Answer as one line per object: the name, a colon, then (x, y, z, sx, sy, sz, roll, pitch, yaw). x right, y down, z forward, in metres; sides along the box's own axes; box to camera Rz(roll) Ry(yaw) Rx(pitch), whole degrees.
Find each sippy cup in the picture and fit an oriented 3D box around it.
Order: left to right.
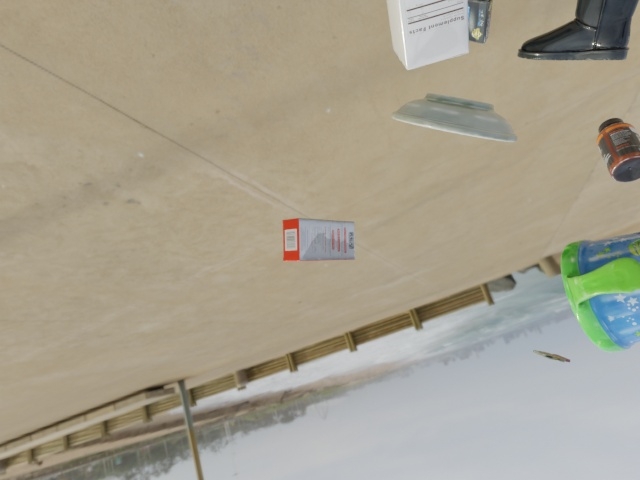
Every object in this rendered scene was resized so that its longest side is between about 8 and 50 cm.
sippy cup: (0.627, 0.078, 0.853, 0.224, 0.240, 0.305, -30, -173, 46)

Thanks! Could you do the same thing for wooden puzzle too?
wooden puzzle: (0.463, 0.232, 0.902, 0.049, 0.006, 0.083, 11, 179, -10)

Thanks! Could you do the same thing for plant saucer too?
plant saucer: (0.431, -0.401, 1.429, 0.400, 0.400, 0.101, -4, 113, -37)

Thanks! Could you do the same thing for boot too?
boot: (0.599, -0.529, 1.039, 0.246, 0.208, 0.094, 16, -150, 36)

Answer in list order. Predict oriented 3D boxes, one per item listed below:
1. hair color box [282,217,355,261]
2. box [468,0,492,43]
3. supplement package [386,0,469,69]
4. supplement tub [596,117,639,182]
hair color box: (0.000, 0.000, 0.773, 0.043, 0.072, 0.141, -4, 176, 44)
box: (0.662, -0.991, 1.990, 0.051, 0.175, 0.220, -60, 156, -15)
supplement package: (0.269, -0.633, 1.161, 0.175, 0.178, 0.293, -14, 131, 5)
supplement tub: (0.878, -0.271, 1.310, 0.105, 0.198, 0.106, 4, 142, 3)
